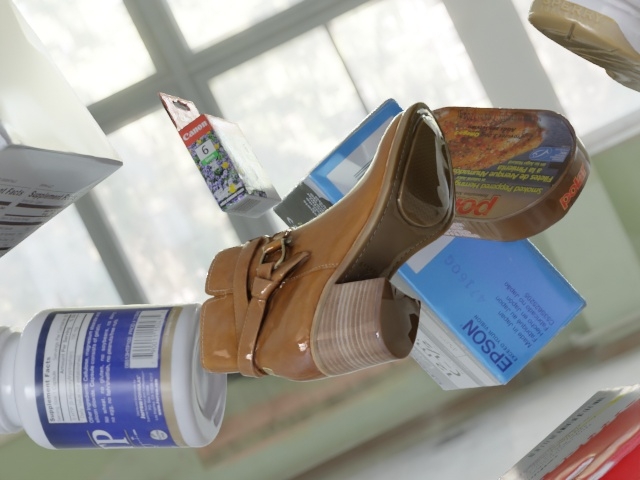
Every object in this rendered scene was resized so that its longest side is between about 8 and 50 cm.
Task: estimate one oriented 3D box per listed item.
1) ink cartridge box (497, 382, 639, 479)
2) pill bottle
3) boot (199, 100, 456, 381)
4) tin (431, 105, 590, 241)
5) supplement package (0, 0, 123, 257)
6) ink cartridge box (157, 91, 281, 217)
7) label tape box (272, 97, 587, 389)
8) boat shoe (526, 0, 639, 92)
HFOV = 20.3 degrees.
[{"bbox_3d":[0.096,0.121,0.661,0.134,0.078,0.231,-41,-5,-2],"label":"ink cartridge box"},{"bbox_3d":[-0.175,0.105,1.376,0.186,0.112,0.112,-2,9,13],"label":"pill bottle"},{"bbox_3d":[0.000,0.000,1.155,0.152,0.073,0.197,-9,49,36],"label":"boot"},{"bbox_3d":[0.118,-0.050,1.352,0.189,0.040,0.106,8,54,46],"label":"tin"},{"bbox_3d":[-0.302,-0.052,1.072,0.262,0.199,0.198,-36,-8,10],"label":"supplement package"},{"bbox_3d":[-0.080,-0.074,1.412,0.029,0.115,0.063,-35,-16,18],"label":"ink cartridge box"},{"bbox_3d":[0.081,0.019,1.673,0.115,0.249,0.347,-44,2,-13],"label":"label tape box"},{"bbox_3d":[0.217,-0.132,1.066,0.098,0.096,0.277,24,3,28],"label":"boat shoe"}]
